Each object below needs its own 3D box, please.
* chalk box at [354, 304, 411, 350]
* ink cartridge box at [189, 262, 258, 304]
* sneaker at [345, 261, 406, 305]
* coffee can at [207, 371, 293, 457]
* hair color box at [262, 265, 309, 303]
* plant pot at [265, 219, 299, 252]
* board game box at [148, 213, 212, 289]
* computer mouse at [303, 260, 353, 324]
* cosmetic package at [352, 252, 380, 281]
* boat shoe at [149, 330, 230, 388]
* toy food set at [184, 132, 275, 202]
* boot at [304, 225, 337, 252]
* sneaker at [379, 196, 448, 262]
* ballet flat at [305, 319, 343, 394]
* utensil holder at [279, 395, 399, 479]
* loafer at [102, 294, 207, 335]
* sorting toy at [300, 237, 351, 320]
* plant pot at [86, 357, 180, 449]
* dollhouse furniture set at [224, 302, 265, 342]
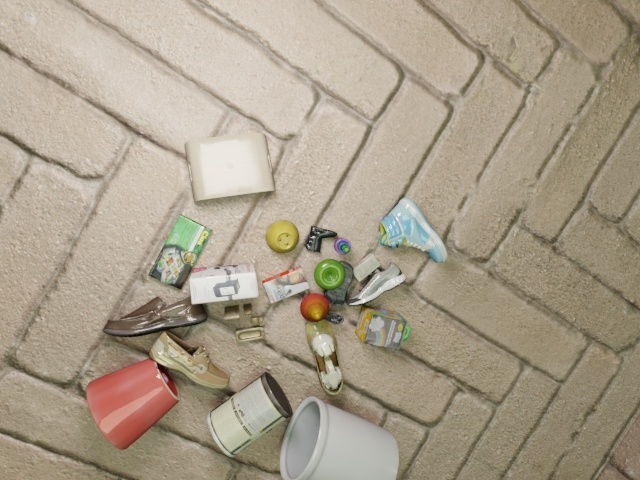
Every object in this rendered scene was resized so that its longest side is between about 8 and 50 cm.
[{"bbox_3d":[0.274,0.368,1.795,0.212,0.132,0.133,15,96,-15],"label":"chalk box"},{"bbox_3d":[-0.358,0.158,1.602,0.237,0.172,0.100,-4,101,-11],"label":"ink cartridge box"},{"bbox_3d":[0.220,0.189,1.780,0.271,0.100,0.108,-31,80,-2],"label":"sneaker"},{"bbox_3d":[-0.278,0.688,1.700,0.275,0.201,0.202,-34,105,-4],"label":"coffee can"},{"bbox_3d":[-0.139,0.176,1.713,0.167,0.053,0.093,-23,104,-8],"label":"hair color box"},{"bbox_3d":[-0.142,-0.007,1.657,0.134,0.095,0.134,-2,101,-12],"label":"plant pot"},{"bbox_3d":[-0.531,0.045,1.621,0.136,0.030,0.260,29,93,-13],"label":"board game box"},{"bbox_3d":[0.029,0.202,1.757,0.183,0.060,0.262,12,96,3],"label":"computer mouse"},{"bbox_3d":[0.184,0.111,1.775,0.115,0.041,0.060,-37,106,-3],"label":"cosmetic package"},{"bbox_3d":[-0.480,0.463,1.645,0.341,0.121,0.110,35,89,-27],"label":"boat shoe"},{"bbox_3d":[-0.333,-0.270,1.584,0.305,0.092,0.220,-9,90,-11],"label":"toy food set"},{"bbox_3d":[0.000,0.000,1.714,0.121,0.045,0.099,13,95,-7],"label":"boot"},{"bbox_3d":[0.364,0.005,1.753,0.208,0.127,0.319,-38,96,-5],"label":"sneaker"},{"bbox_3d":[0.025,0.482,1.772,0.123,0.123,0.349,-15,102,-9],"label":"ballet flat"},{"bbox_3d":[0.077,0.867,1.751,0.385,0.327,0.328,28,94,-18],"label":"utensil holder"},{"bbox_3d":[-0.619,0.280,1.609,0.365,0.134,0.130,-7,77,-20],"label":"loafer"},{"bbox_3d":[0.033,0.166,1.653,0.127,0.126,0.366,23,95,-9],"label":"sorting toy"},{"bbox_3d":[-0.675,0.576,1.580,0.243,0.275,0.275,-31,105,-14],"label":"plant pot"},{"bbox_3d":[-0.294,0.340,1.673,0.143,0.123,0.151,-8,102,-10],"label":"dollhouse furniture set"}]
